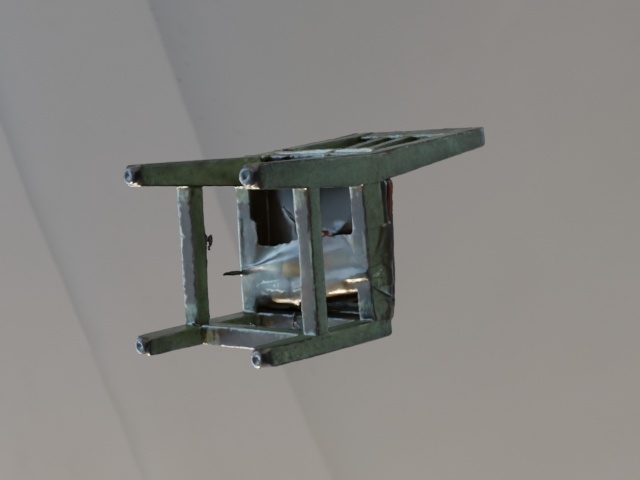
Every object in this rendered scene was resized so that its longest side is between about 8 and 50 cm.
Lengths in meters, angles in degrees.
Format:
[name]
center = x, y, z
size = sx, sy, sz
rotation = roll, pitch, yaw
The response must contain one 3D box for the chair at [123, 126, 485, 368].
[chair]
center = 0.000, 0.000, 0.959
size = 0.270, 0.136, 0.147
rotation = -11, -80, -49
